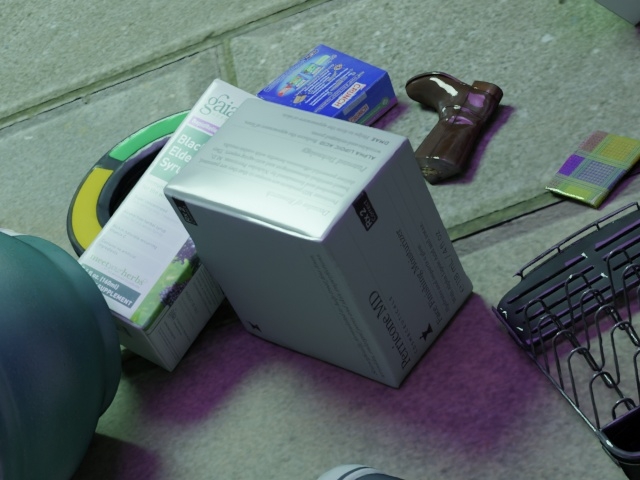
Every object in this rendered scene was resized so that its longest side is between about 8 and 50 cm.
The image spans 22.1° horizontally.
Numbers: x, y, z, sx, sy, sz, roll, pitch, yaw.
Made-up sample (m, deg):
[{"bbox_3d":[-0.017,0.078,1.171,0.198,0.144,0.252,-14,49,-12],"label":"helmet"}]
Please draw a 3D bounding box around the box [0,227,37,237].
[{"bbox_3d":[-0.356,0.124,1.475,0.063,0.067,0.324,11,52,37],"label":"box"}]

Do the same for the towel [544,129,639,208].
[{"bbox_3d":[0.238,-0.063,1.405,0.060,0.009,0.083,21,58,42],"label":"towel"}]

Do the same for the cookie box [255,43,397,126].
[{"bbox_3d":[0.006,-0.137,1.592,0.092,0.040,0.107,-40,40,-18],"label":"cookie box"}]

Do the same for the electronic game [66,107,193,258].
[{"bbox_3d":[-0.136,-0.050,1.565,0.229,0.048,0.229,-16,39,13],"label":"electronic game"}]

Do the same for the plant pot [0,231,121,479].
[{"bbox_3d":[-0.286,0.105,1.320,0.293,0.293,0.196,10,23,36],"label":"plant pot"}]

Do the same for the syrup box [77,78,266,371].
[{"bbox_3d":[-0.110,-0.015,1.428,0.093,0.096,0.237,27,71,24],"label":"syrup box"}]

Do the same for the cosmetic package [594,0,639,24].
[{"bbox_3d":[0.310,-0.366,1.517,0.224,0.138,0.224,-43,32,38],"label":"cosmetic package"}]

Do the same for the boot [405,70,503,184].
[{"bbox_3d":[0.102,-0.102,1.508,0.106,0.037,0.114,6,53,37],"label":"boot"}]

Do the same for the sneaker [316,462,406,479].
[{"bbox_3d":[-0.017,0.277,1.065,0.127,0.126,0.321,10,49,44],"label":"sneaker"}]

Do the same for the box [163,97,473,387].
[{"bbox_3d":[0.000,0.000,1.326,0.182,0.181,0.119,18,58,40],"label":"box"}]

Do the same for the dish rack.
[{"bbox_3d":[0.251,0.055,1.213,0.208,0.074,0.271,-29,38,-6],"label":"dish rack"}]
